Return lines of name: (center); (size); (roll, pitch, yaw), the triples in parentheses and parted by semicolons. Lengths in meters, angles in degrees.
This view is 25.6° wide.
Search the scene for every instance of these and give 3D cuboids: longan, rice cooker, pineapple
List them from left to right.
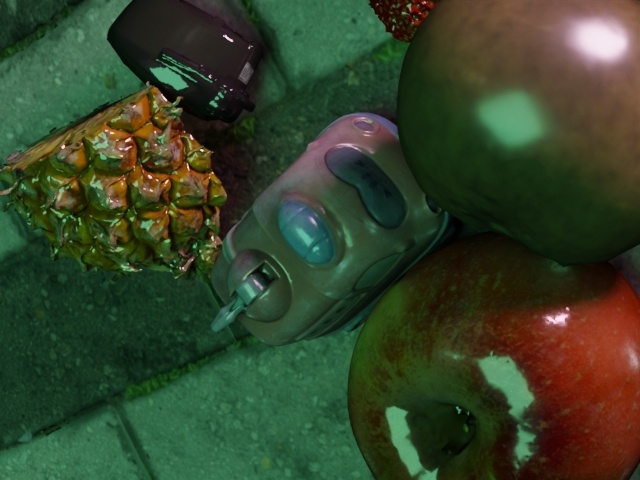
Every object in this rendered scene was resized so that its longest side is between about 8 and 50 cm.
pineapple: (-0.256, -0.012, 1.764); (0.286, 0.209, 0.344); (57, 152, -14)
rice cooker: (-0.163, -0.225, 1.727); (0.203, 0.142, 0.118); (32, 91, 12)
longan: (0.234, -0.130, 1.441); (0.319, 0.319, 0.318); (9, 109, 27)

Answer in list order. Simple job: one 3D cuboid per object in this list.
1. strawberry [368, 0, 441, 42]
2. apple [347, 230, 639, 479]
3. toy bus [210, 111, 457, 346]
strawberry: (0.100, -0.320, 1.583); (0.167, 0.087, 0.208); (-33, 89, 31)
apple: (0.207, 0.160, 1.555); (0.349, 0.277, 0.348); (10, 110, 29)
toy bus: (0.000, 0.000, 1.650); (0.197, 0.232, 0.294); (50, 123, 8)
